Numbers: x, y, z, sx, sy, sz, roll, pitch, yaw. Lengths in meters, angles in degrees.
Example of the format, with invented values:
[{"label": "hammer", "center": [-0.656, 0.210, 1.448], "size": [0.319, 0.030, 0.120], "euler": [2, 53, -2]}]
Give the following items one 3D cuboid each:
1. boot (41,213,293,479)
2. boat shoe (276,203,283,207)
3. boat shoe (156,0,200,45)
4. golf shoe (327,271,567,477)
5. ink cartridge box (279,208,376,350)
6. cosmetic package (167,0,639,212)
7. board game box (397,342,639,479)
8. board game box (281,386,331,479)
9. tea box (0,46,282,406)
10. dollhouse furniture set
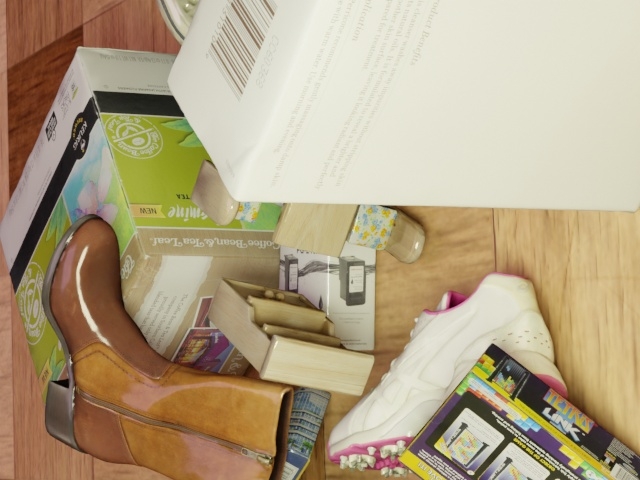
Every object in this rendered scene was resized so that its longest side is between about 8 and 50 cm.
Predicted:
[{"label": "boot", "center": [-0.155, 0.125, 1.702], "size": [0.280, 0.096, 0.264], "euler": [15, 102, 32]}, {"label": "boat shoe", "center": [-0.071, -0.151, 1.843], "size": [0.109, 0.094, 0.302], "euler": [-43, 37, 11]}, {"label": "boat shoe", "center": [-0.147, -0.378, 1.959], "size": [0.156, 0.187, 0.500], "euler": [117, 147, -45]}, {"label": "golf shoe", "center": [0.112, 0.131, 1.564], "size": [0.306, 0.115, 0.140], "euler": [-32, 52, 47]}, {"label": "ink cartridge box", "center": [0.006, 0.038, 1.778], "size": [0.109, 0.063, 0.150], "euler": [0, 89, 60]}, {"label": "cosmetic package", "center": [0.109, -0.148, 1.286], "size": [0.156, 0.385, 0.217], "euler": [60, 136, 40]}, {"label": "board game box", "center": [0.169, 0.187, 1.409], "size": [0.170, 0.048, 0.141], "euler": [39, 135, 5]}, {"label": "board game box", "center": [-0.065, 0.246, 1.820], "size": [0.194, 0.060, 0.194], "euler": [-59, 4, 23]}, {"label": "tea box", "center": [-0.205, 0.004, 1.993], "size": [0.329, 0.220, 0.323], "euler": [-59, 42, 40]}, {"label": "dollhouse furniture set", "center": [0.000, 0.000, 1.599], "size": [0.161, 0.212, 0.242], "euler": [40, 114, 58]}]
